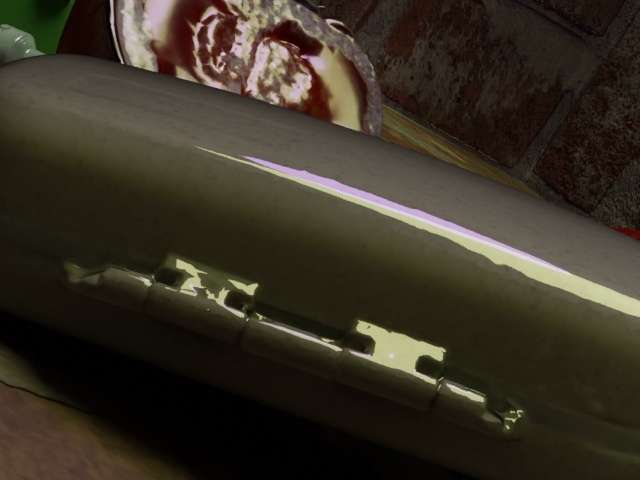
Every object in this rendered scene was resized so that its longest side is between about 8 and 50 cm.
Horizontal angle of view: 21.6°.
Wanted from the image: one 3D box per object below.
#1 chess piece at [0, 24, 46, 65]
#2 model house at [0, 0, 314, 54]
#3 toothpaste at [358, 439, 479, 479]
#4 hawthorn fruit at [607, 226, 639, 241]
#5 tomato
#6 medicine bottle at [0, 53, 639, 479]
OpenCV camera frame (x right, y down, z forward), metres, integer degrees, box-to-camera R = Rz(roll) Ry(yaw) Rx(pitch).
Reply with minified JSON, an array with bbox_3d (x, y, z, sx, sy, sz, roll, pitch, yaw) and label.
[{"bbox_3d":[-0.206,-0.127,1.279,0.103,0.067,0.067,25,6,16],"label":"chess piece"},{"bbox_3d":[-0.221,-0.235,1.509,0.358,0.242,0.313,28,-7,-17],"label":"model house"},{"bbox_3d":[0.080,0.146,0.792,0.069,0.047,0.268,42,2,-34],"label":"toothpaste"},{"bbox_3d":[0.217,0.073,1.288,0.251,0.189,0.189,20,5,15],"label":"hawthorn fruit"},{"bbox_3d":[-0.087,-0.085,1.116,0.214,0.155,0.180,33,43,-23],"label":"tomato"},{"bbox_3d":[0.005,0.010,0.832,0.375,0.123,0.282,18,9,2],"label":"medicine bottle"}]
